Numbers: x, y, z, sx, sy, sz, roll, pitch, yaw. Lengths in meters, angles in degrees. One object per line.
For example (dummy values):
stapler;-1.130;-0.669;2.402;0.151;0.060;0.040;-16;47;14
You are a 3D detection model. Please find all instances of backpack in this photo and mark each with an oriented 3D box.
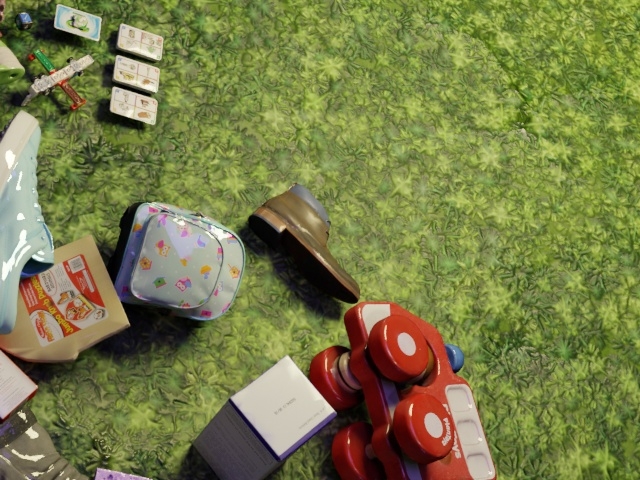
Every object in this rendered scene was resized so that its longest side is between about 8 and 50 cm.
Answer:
backpack;-0.206;0.035;1.922;0.188;0.144;0.166;17;87;-24

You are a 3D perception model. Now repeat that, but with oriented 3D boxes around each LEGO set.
LEGO set;-0.381;-0.283;2.085;0.244;0.060;0.182;15;57;-24

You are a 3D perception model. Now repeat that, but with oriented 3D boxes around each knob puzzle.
knob puzzle;-0.390;0.102;1.869;0.213;0.030;0.213;-3;59;6

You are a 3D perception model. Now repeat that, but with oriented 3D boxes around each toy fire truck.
toy fire truck;0.142;0.241;1.969;0.254;0.169;0.302;5;62;-46

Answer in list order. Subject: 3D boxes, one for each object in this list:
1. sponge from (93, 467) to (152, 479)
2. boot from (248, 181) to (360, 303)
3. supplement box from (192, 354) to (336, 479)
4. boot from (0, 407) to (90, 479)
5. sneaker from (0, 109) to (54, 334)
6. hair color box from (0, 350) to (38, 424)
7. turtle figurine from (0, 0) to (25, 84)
sponge;-0.223;0.397;1.809;0.210;0.031;0.117;14;61;-14
boot;0.000;0.000;2.060;0.219;0.082;0.106;41;61;4
supplement box;-0.083;0.267;1.816;0.111;0.220;0.114;-36;80;-31
boot;-0.434;0.351;1.727;0.246;0.083;0.161;-37;88;-30
sneaker;-0.452;-0.019;1.876;0.150;0.135;0.366;29;54;-23
hair color box;-0.473;0.186;1.810;0.141;0.043;0.072;44;58;3
turtle figurine;-0.577;-0.336;1.942;0.197;0.274;0.266;-27;79;6
